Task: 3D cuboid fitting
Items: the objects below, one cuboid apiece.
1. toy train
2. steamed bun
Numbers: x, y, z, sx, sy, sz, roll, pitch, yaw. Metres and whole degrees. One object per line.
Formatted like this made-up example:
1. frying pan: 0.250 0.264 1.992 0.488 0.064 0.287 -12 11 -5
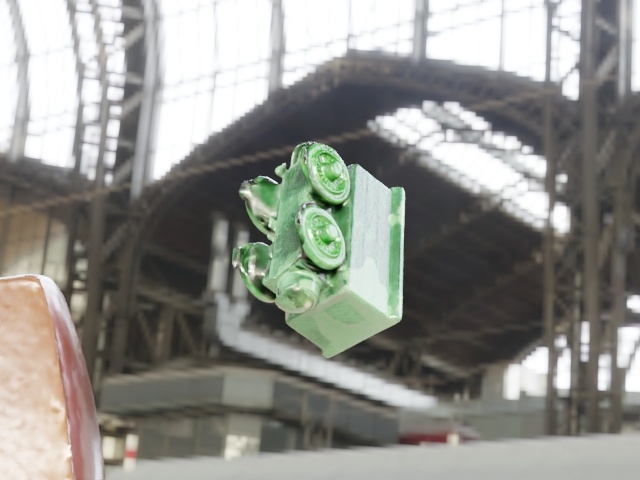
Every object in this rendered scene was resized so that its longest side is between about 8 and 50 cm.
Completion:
1. toy train: 0.000 0.000 1.898 0.145 0.266 0.202 -29 -51 33
2. steamed bun: -0.340 0.236 1.502 0.235 0.379 0.248 -9 -26 -6
